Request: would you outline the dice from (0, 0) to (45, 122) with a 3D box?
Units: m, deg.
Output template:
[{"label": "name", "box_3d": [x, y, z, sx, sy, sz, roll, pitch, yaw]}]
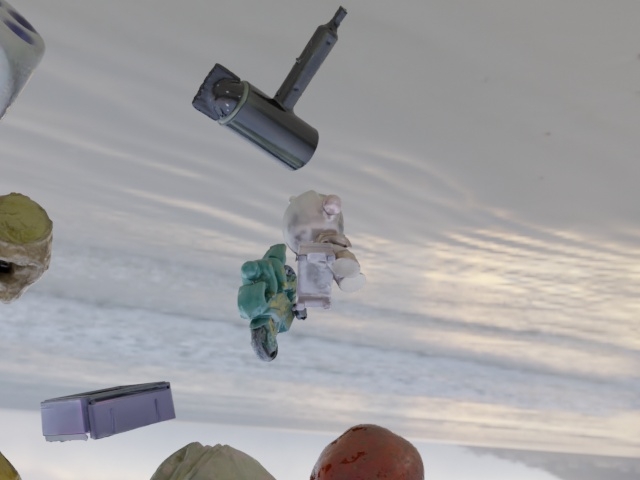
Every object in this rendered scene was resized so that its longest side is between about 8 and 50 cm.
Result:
[{"label": "dice", "box_3d": [-0.663, -0.295, 1.571, 0.277, 0.304, 0.304, 38, -172, -22]}]

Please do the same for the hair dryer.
[{"label": "hair dryer", "box_3d": [-0.051, -0.253, 1.352, 0.195, 0.248, 0.078, 32, 180, -34]}]

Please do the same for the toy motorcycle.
[{"label": "toy motorcycle", "box_3d": [-0.117, 0.115, 1.986, 0.109, 0.198, 0.296, -13, -157, 21]}]

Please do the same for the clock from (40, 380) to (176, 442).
[{"label": "clock", "box_3d": [-0.367, 0.296, 1.597, 0.144, 0.073, 0.193, -13, 174, 38]}]

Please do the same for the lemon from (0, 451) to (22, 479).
[{"label": "lemon", "box_3d": [-0.498, 0.376, 1.239, 0.192, 0.231, 0.192, 14, 160, 5]}]

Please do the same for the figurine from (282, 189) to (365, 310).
[{"label": "figurine", "box_3d": [-0.009, 0.005, 1.725, 0.144, 0.257, 0.182, -18, 125, 3]}]

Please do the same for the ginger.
[{"label": "ginger", "box_3d": [-0.617, 0.017, 1.841, 0.130, 0.276, 0.221, 10, 132, -27]}]

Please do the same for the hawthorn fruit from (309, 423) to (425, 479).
[{"label": "hawthorn fruit", "box_3d": [0.064, 0.360, 1.329, 0.189, 0.189, 0.189, 4, 168, 1]}]

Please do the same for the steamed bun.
[{"label": "steamed bun", "box_3d": [-0.251, 0.533, 1.859, 0.320, 0.206, 0.275, -25, 157, -32]}]
